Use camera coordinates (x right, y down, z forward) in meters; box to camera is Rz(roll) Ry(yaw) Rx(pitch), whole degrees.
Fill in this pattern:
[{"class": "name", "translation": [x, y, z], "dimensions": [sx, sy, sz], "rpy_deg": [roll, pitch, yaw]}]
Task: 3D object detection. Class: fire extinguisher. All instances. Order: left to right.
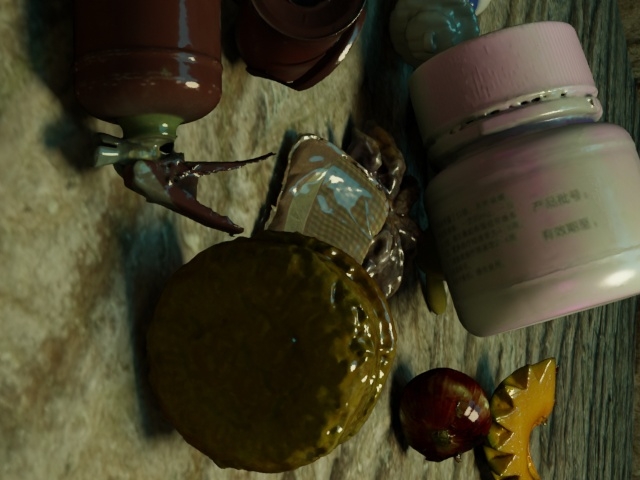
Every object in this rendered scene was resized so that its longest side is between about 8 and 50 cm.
[{"class": "fire extinguisher", "translation": [-0.102, -0.170, 0.722], "dimensions": [0.147, 0.106, 0.337], "rpy_deg": [0, 87, -26]}]

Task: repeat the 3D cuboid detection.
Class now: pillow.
[{"class": "pillow", "translation": [-0.002, -0.002, 0.993], "dimensions": [0.135, 0.034, 0.211], "rpy_deg": [34, 54, -23]}]

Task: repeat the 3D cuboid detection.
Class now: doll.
[{"class": "doll", "translation": [0.166, -0.315, 1.367], "dimensions": [0.293, 0.119, 0.138], "rpy_deg": [-66, 161, -53]}]

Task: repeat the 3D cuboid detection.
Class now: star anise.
[{"class": "star anise", "translation": [0.065, -0.022, 1.147], "dimensions": [0.197, 0.073, 0.212], "rpy_deg": [52, 44, -48]}]

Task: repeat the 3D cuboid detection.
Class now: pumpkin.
[{"class": "pumpkin", "translation": [0.287, 0.300, 1.603], "dimensions": [0.130, 0.149, 0.254], "rpy_deg": [-7, 101, -23]}]

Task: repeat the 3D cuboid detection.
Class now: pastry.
[{"class": "pastry", "translation": [-0.036, 0.083, 0.780], "dimensions": [0.103, 0.189, 0.188], "rpy_deg": [-24, 109, -69]}]

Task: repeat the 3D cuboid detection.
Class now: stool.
[{"class": "stool", "translation": [0.195, 0.036, 1.374], "dimensions": [0.110, 0.135, 0.134], "rpy_deg": [58, 4, -42]}]

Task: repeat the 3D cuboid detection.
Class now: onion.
[{"class": "onion", "translation": [0.150, 0.212, 1.260], "dimensions": [0.118, 0.117, 0.118], "rpy_deg": [55, 17, -26]}]

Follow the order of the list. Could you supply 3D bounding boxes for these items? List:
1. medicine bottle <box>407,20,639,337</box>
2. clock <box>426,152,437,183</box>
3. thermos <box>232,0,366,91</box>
[{"class": "medicine bottle", "translation": [0.245, -0.068, 1.198], "dimensions": [0.256, 0.256, 0.324], "rpy_deg": [4, 67, -65]}, {"class": "clock", "translation": [0.234, -0.110, 1.488], "dimensions": [0.265, 0.109, 0.324], "rpy_deg": [-52, 134, -57]}, {"class": "thermos", "translation": [-0.030, -0.194, 0.874], "dimensions": [0.099, 0.124, 0.232], "rpy_deg": [-54, -173, -6]}]
